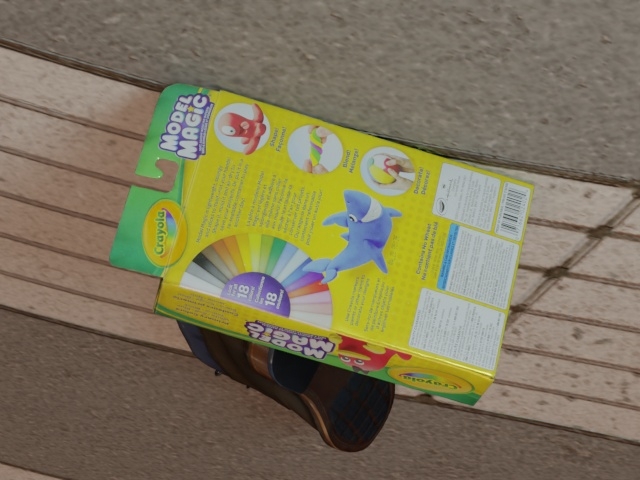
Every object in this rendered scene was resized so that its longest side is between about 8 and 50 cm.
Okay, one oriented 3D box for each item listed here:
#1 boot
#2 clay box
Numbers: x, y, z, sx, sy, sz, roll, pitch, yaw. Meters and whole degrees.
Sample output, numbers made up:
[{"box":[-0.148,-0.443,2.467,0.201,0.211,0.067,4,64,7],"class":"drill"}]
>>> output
[{"box":[-0.022,0.080,1.293,0.106,0.082,0.219,26,166,30],"class":"boot"},{"box":[0.000,0.000,1.033,0.222,0.127,0.053,17,153,-3],"class":"clay box"}]
